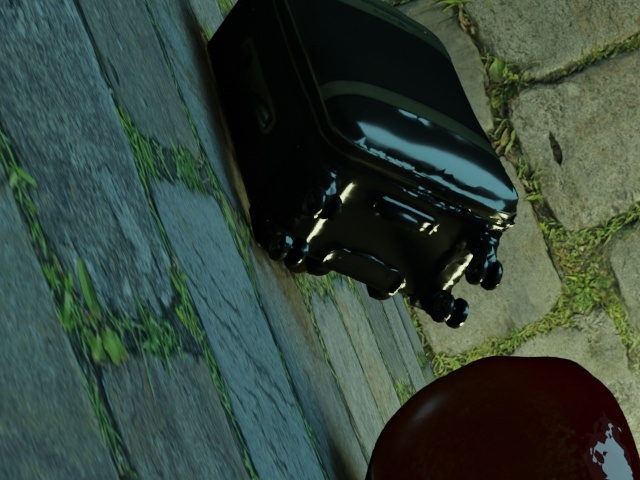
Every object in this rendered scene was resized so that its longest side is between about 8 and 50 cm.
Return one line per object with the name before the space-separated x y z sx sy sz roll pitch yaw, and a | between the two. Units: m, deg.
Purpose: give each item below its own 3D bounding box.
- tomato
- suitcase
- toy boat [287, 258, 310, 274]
tomato | 0.190 0.278 1.664 0.290 0.293 0.325 -124 -164 -53
suitcase | 0.036 -0.125 1.861 0.283 0.194 0.434 22 30 -30
toy boat | 0.000 0.000 1.937 0.200 0.077 0.057 -67 135 -82
